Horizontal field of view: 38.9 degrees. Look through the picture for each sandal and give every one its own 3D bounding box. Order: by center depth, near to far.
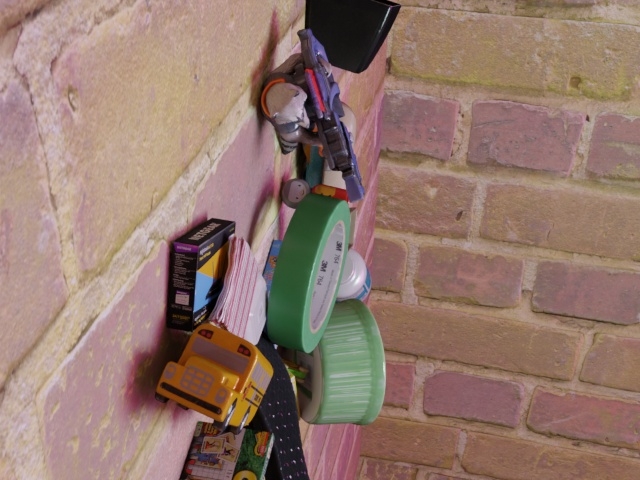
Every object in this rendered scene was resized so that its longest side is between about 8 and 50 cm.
[{"bbox_3d":[-0.108,0.385,1.726,0.167,0.107,0.446,34,38,-60],"label":"sandal"}]

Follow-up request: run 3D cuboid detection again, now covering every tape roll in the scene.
[{"bbox_3d":[-0.019,0.066,1.850,0.321,0.077,0.321,14,90,-78],"label":"tape roll"}]

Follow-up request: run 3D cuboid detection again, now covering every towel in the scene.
[{"bbox_3d":[-0.136,0.084,1.462,0.197,0.029,0.144,78,23,-74],"label":"towel"}]

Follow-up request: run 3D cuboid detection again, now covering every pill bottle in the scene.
[{"bbox_3d":[0.063,0.098,2.553,0.264,0.146,0.146,60,39,-75],"label":"pill bottle"}]

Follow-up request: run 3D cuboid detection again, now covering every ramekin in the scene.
[{"bbox_3d":[0.024,0.292,2.139,0.303,0.148,0.303,177,-90,-68],"label":"ramekin"}]

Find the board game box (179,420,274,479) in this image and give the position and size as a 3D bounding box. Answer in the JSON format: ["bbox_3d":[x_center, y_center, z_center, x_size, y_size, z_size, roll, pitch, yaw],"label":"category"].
[{"bbox_3d":[-0.170,0.423,1.473,0.030,0.136,0.260,88,13,-52],"label":"board game box"}]

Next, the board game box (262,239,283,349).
[{"bbox_3d":[-0.101,0.130,1.938,0.160,0.039,0.211,85,16,-52],"label":"board game box"}]

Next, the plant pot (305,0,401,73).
[{"bbox_3d":[0.059,-0.476,2.033,0.187,0.188,0.167,-54,163,-71],"label":"plant pot"}]

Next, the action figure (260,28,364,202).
[{"bbox_3d":[-0.025,-0.207,1.744,0.330,0.178,0.341,34,39,-74],"label":"action figure"}]

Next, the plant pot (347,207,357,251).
[{"bbox_3d":[0.041,-0.035,2.466,0.109,0.096,0.109,-43,139,-75],"label":"plant pot"}]

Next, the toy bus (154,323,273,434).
[{"bbox_3d":[-0.151,0.212,1.374,0.333,0.108,0.130,82,33,-76],"label":"toy bus"}]

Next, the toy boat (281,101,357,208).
[{"bbox_3d":[-0.001,-0.173,2.058,0.318,0.148,0.267,-82,179,-53],"label":"toy boat"}]

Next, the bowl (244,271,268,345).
[{"bbox_3d":[-0.136,0.131,1.696,0.142,0.053,0.142,87,16,-45],"label":"bowl"}]

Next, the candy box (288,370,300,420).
[{"bbox_3d":[-0.096,0.383,2.045,0.105,0.027,0.206,-34,147,-22],"label":"candy box"}]

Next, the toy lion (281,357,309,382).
[{"bbox_3d":[-0.081,0.289,2.072,0.100,0.096,0.034,17,96,-40],"label":"toy lion"}]

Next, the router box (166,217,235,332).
[{"bbox_3d":[-0.180,0.049,1.382,0.179,0.046,0.133,-49,146,-72],"label":"router box"}]
